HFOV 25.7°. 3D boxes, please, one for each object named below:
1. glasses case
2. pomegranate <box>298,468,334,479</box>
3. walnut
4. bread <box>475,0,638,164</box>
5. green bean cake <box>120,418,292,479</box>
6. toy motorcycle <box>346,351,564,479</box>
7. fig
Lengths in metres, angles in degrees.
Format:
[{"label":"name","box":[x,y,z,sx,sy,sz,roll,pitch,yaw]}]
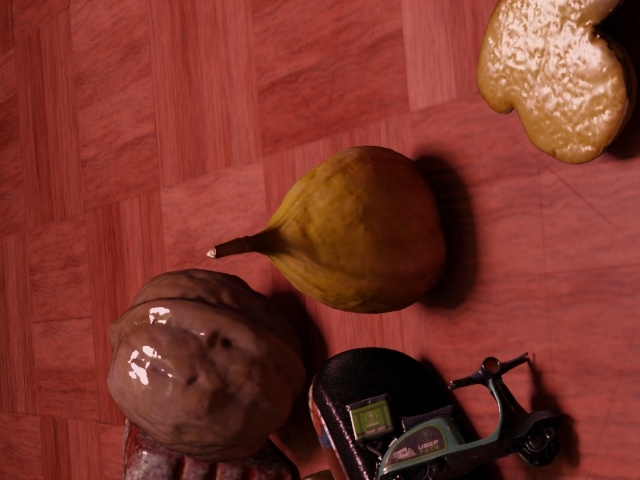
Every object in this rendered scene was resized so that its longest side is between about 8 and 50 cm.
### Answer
[{"label":"glasses case","box":[0.089,0.226,1.243,0.082,0.122,0.321,108,146,-44]},{"label":"pomegranate","box":[0.032,0.330,1.328,0.248,0.202,0.202,22,116,27]},{"label":"walnut","box":[-0.128,0.134,1.547,0.224,0.224,0.224,11,102,62]},{"label":"bread","box":[0.202,-0.148,1.066,0.149,0.065,0.188,55,137,29]},{"label":"green bean cake","box":[-0.140,0.258,1.680,0.233,0.198,0.097,-126,48,-70]},{"label":"toy motorcycle","box":[0.115,0.157,1.172,0.058,0.173,0.100,51,-157,-62]},{"label":"fig","box":[0.000,0.000,1.261,0.159,0.257,0.159,7,100,46]}]
